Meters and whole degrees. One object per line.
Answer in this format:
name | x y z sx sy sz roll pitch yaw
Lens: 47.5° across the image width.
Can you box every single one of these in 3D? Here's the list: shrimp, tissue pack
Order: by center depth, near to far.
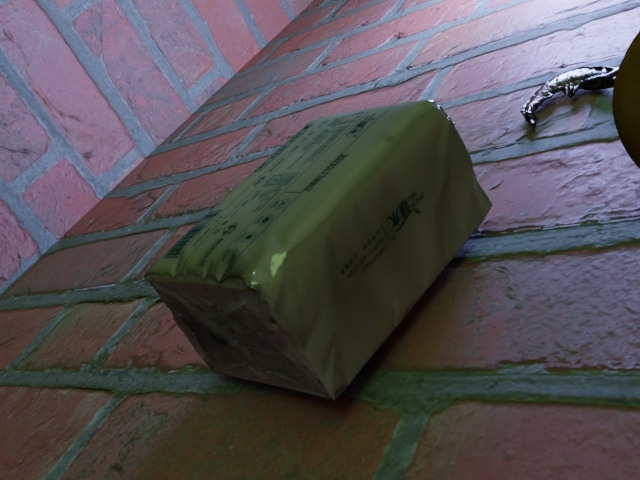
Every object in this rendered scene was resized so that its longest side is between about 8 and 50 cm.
tissue pack | 0.000 0.000 0.967 0.380 0.207 0.297 -45 27 -27
shrimp | 0.392 -0.227 1.135 0.147 0.035 0.195 -35 19 -13

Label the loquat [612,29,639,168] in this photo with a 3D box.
loquat | 0.433 -0.157 0.774 0.243 0.244 0.244 -25 26 13
